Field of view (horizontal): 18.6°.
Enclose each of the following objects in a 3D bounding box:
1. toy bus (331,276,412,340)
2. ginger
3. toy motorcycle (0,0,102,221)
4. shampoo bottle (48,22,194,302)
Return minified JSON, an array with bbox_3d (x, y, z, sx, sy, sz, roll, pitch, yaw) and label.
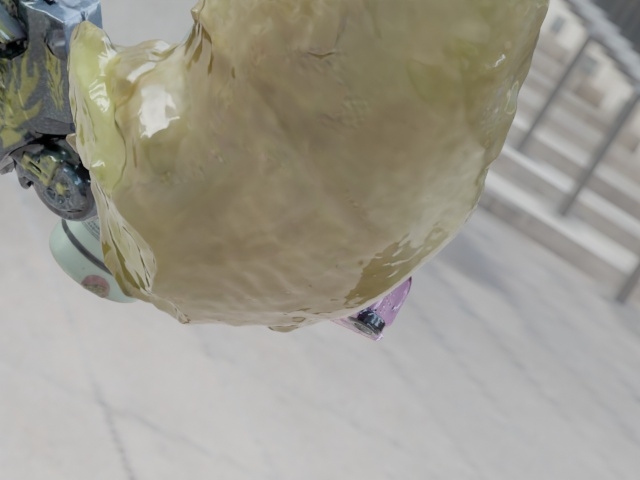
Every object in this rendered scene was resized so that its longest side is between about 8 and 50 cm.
[{"bbox_3d":[0.000,0.000,1.257,0.090,0.063,0.203,24,-15,24],"label":"toy bus"},{"bbox_3d":[0.003,-0.067,0.714,0.152,0.267,0.138,34,20,-16],"label":"ginger"},{"bbox_3d":[-0.172,-0.102,1.058,0.124,0.193,0.061,12,33,30],"label":"toy motorcycle"},{"bbox_3d":[-0.095,-0.077,1.408,0.085,0.262,0.085,32,20,-13],"label":"shampoo bottle"}]
